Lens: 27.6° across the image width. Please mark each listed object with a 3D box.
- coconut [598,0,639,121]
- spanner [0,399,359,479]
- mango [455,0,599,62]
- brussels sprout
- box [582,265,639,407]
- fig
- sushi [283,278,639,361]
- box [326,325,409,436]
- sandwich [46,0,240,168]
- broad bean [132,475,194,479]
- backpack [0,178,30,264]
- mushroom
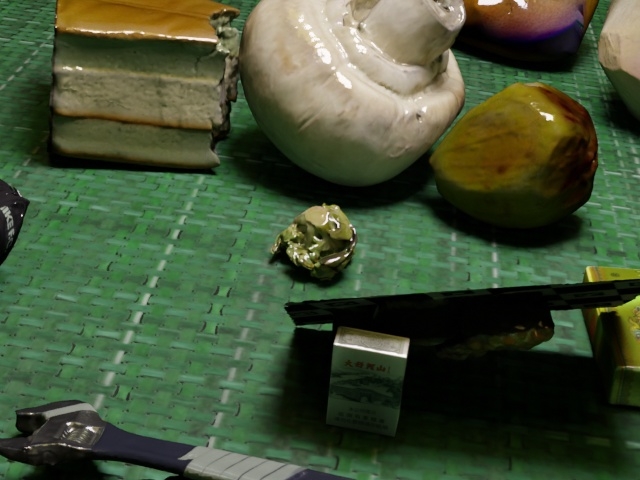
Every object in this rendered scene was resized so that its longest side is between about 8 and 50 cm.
[{"bbox_3d":[0.437,-0.225,1.563,0.237,0.197,0.237,0,18,0],"label":"coconut"},{"bbox_3d":[-0.079,0.145,0.829,0.316,0.024,0.087,8,11,27],"label":"spanner"},{"bbox_3d":[0.243,-0.342,1.789,0.287,0.152,0.201,28,28,34],"label":"mango"},{"bbox_3d":[0.000,0.000,1.177,0.085,0.058,0.085,3,44,-3],"label":"brussels sprout"},{"bbox_3d":[0.385,0.092,1.097,0.311,0.043,0.173,6,27,0],"label":"box"},{"bbox_3d":[0.192,-0.080,1.288,0.166,0.144,0.154,-15,-7,1],"label":"fig"},{"bbox_3d":[0.113,0.068,0.993,0.280,0.043,0.192,-3,-10,0],"label":"sushi"},{"bbox_3d":[0.034,0.103,0.947,0.054,0.083,0.024,11,39,8],"label":"box"},{"bbox_3d":[-0.185,-0.187,1.389,0.198,0.155,0.227,3,27,-11],"label":"sandwich"},{"bbox_3d":[-0.187,0.194,0.766,0.060,0.043,0.297,33,35,25],"label":"broad bean"},{"bbox_3d":[-0.303,0.003,1.038,0.106,0.120,0.165,38,35,10],"label":"backpack"},{"bbox_3d":[0.049,-0.189,1.339,0.254,0.234,0.260,16,40,-31],"label":"mushroom"}]
